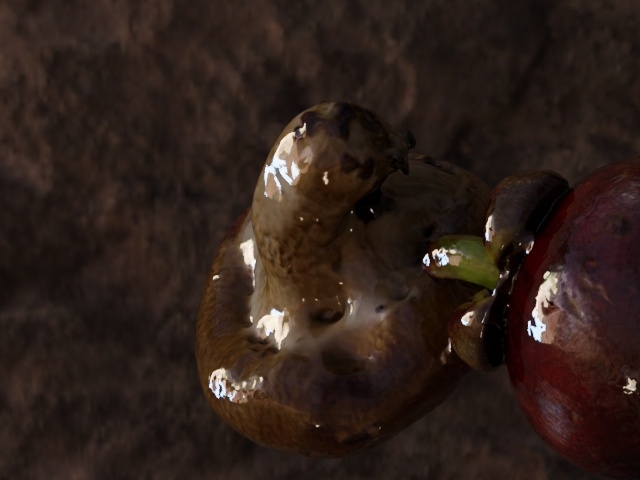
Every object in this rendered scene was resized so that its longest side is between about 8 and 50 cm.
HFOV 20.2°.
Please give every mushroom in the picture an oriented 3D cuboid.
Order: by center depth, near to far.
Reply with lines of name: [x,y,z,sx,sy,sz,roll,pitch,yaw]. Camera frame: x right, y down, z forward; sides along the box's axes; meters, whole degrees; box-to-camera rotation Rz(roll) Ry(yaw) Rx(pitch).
mushroom: [0.013,0.015,1.358,0.267,0.254,0.267,-16,-171,3]

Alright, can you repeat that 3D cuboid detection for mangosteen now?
mangosteen: [0.184,0.039,1.160,0.257,0.215,0.215,22,-129,29]
